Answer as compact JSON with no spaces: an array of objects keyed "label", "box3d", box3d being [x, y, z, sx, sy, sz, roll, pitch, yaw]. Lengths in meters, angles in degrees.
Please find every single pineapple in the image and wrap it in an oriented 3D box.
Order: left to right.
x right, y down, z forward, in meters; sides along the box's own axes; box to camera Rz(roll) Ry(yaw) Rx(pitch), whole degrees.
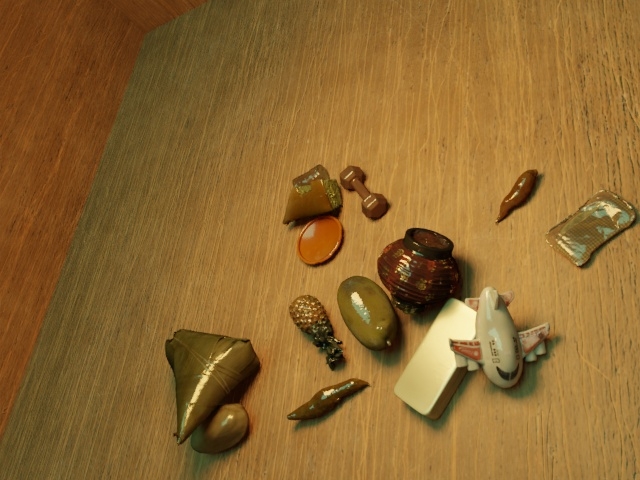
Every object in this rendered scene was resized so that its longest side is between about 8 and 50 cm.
[{"label":"pineapple","box3d":[-0.005,0.282,1.758,0.125,0.125,0.251,-42,52,9]}]

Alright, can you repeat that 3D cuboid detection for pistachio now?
[{"label":"pistachio","box3d":[-0.323,0.603,1.803,0.226,0.136,0.136,-38,47,19]}]

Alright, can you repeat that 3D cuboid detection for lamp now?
[{"label":"lamp","box3d":[0.274,0.090,1.589,0.247,0.247,0.247,-18,55,28]}]

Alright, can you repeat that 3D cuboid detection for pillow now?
[{"label":"pillow","box3d":[0.702,-0.037,1.465,0.211,0.034,0.135,-43,45,6]}]

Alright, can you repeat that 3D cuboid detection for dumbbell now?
[{"label":"dumbbell","box3d":[0.145,-0.169,1.930,0.092,0.082,0.231,-41,47,8]}]

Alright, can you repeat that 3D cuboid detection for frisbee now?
[{"label":"frisbee","box3d":[0.000,0.000,1.971,0.192,0.035,0.192,-20,52,28]}]

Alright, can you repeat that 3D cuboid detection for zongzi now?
[{"label":"zongzi","box3d":[-0.466,0.450,1.863,0.447,0.181,0.418,2,39,37]}]

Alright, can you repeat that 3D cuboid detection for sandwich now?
[{"label":"sandwich","box3d":[-0.043,-0.140,2.015,0.235,0.122,0.128,-14,95,32]}]

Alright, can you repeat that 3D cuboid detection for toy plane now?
[{"label":"toy plane","box3d":[0.440,0.239,1.395,0.252,0.118,0.252,0,87,1]}]

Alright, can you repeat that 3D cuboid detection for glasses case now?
[{"label":"glasses case","box3d":[0.330,0.314,1.511,0.131,0.070,0.313,27,82,44]}]

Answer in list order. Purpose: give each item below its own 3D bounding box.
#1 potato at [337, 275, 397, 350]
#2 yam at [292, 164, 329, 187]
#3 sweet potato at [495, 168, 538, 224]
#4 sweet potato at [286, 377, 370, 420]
[{"label":"potato","box3d":[0.141,0.217,1.638,0.159,0.174,0.251,-56,45,24]},{"label":"yam","box3d":[-0.038,-0.223,2.104,0.127,0.084,0.084,-30,50,23]},{"label":"sweet potato","box3d":[0.560,-0.125,1.615,0.195,0.056,0.056,-53,46,7]},{"label":"sweet potato","box3d":[0.021,0.468,1.661,0.274,0.067,0.067,-31,50,13]}]
